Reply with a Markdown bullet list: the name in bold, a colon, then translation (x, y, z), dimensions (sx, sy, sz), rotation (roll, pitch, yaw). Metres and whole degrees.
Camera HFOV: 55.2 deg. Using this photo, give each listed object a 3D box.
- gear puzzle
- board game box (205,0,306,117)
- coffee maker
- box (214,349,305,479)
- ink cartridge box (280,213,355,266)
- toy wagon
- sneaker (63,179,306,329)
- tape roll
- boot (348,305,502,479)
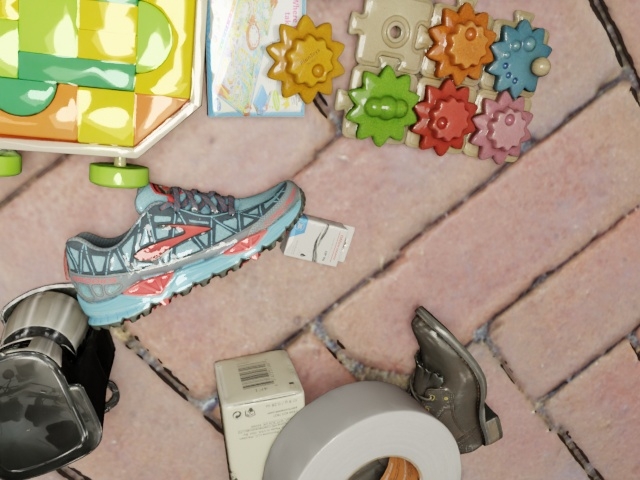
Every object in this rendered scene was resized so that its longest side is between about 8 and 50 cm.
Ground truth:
- **gear puzzle**: translation (0.107, -0.182, 0.659), dimensions (0.338, 0.044, 0.176), rotation (5, 106, -22)
- **board game box**: translation (-0.068, -0.206, 0.633), dimensions (0.103, 0.026, 0.154), rotation (-3, 108, -14)
- **coffee maker**: translation (-0.260, 0.147, 0.615), dimensions (0.120, 0.178, 0.171), rotation (-41, 112, 2)
- **box**: translation (-0.065, 0.282, 0.747), dimensions (0.094, 0.113, 0.275), rotation (-8, 108, -13)
- **ink cartridge box**: translation (0.000, 0.000, 0.715), dimensions (0.083, 0.028, 0.048), rotation (13, 104, -18)
- **toy wagon**: translation (-0.278, -0.189, 0.548), dimensions (0.344, 0.068, 0.267), rotation (3, 101, -12)
- **sneaker**: translation (-0.140, -0.014, 0.635), dimensions (0.261, 0.104, 0.125), rotation (-28, 101, -13)
- **tape roll**: translation (0.047, 0.271, 0.685), dimensions (0.219, 0.072, 0.219), rotation (-8, 110, -23)
- **boot**: translation (0.103, 0.235, 0.785), dimensions (0.229, 0.091, 0.263), rotation (-29, 114, -4)
